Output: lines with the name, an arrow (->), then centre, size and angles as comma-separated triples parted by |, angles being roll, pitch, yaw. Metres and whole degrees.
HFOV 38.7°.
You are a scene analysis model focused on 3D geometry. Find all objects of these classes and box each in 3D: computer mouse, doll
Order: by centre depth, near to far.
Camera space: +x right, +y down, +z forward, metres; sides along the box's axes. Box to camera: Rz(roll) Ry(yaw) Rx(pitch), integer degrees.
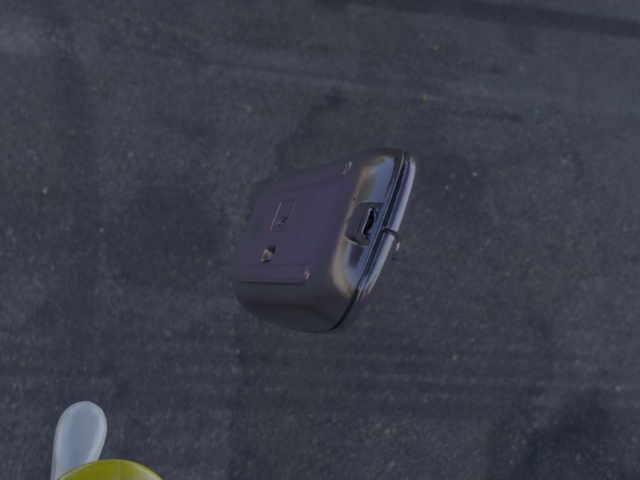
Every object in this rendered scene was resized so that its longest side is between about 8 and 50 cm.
computer mouse -> 0.001, 0.001, 0.604 | 0.057, 0.232, 0.120 | 24, 79, -19
doll -> -0.237, 0.323, 0.819 | 0.160, 0.310, 0.243 | 10, 0, -44
